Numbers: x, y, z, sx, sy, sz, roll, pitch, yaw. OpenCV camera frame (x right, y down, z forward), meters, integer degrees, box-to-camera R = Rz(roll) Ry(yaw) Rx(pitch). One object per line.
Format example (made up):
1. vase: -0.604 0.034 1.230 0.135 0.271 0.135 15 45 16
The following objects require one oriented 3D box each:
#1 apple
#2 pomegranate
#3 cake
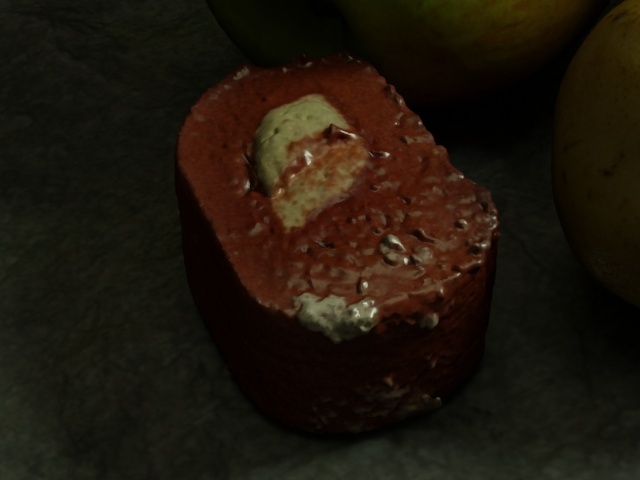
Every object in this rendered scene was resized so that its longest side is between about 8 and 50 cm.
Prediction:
1. apple: 0.068 -0.257 1.324 0.339 0.340 0.340 -3 44 3
2. pomegranate: 0.279 -0.060 1.149 0.264 0.264 0.264 -3 44 3
3. cake: 0.000 0.000 1.199 0.177 0.151 0.283 -21 50 -19
